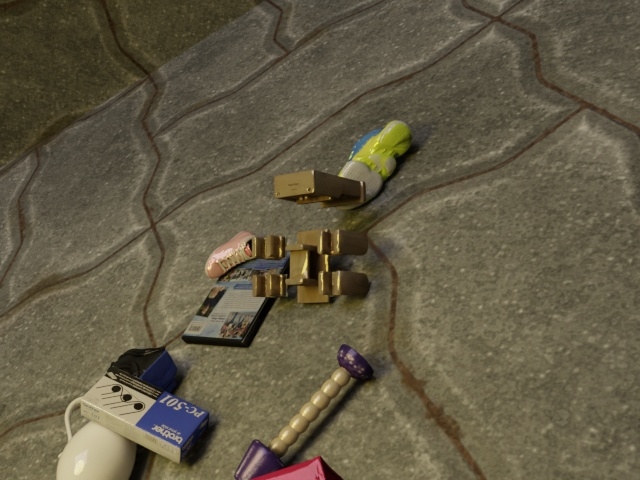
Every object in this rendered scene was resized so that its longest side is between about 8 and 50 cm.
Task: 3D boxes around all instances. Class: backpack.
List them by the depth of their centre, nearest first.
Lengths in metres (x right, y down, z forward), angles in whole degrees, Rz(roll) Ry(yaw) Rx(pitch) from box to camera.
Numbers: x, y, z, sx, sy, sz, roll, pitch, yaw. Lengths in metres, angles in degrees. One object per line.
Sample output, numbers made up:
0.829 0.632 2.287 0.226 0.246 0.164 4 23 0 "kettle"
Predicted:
-0.349 0.267 1.621 0.120 0.101 0.098 0 29 36 "backpack"

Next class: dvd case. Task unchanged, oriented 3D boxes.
-0.161 0.111 1.722 0.180 0.022 0.253 -1 46 39 "dvd case"

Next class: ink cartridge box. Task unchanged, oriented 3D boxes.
-0.310 0.306 1.482 0.207 0.046 0.097 22 38 15 "ink cartridge box"

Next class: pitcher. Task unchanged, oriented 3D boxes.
-0.413 0.372 1.520 0.178 0.125 0.207 3 41 18 "pitcher"

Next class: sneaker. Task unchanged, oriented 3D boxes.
-0.182 0.031 1.769 0.134 0.051 0.070 -44 29 -20 "sneaker"
0.095 -0.156 1.788 0.240 0.091 0.126 -44 16 -12 "sneaker"

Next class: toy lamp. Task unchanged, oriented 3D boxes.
-0.027 0.290 1.340 0.275 0.080 0.080 -45 35 -16 "toy lamp"

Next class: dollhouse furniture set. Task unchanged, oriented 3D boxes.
0.000 0.000 1.615 0.212 0.161 0.242 -5 82 38 "dollhouse furniture set"

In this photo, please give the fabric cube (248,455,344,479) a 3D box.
-0.055 0.430 0.942 0.258 0.259 0.254 -20 56 7 "fabric cube"
